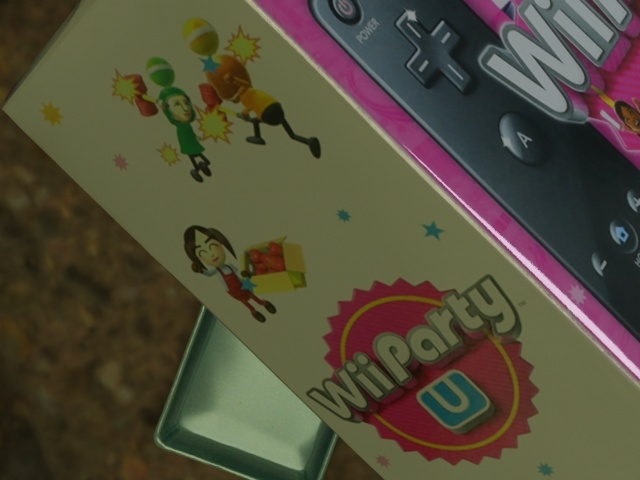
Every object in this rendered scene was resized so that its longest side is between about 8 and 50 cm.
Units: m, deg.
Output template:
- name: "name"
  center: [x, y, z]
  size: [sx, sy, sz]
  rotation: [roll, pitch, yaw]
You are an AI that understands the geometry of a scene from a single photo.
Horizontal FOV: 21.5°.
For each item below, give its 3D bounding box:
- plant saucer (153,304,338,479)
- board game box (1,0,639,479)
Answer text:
- name: "plant saucer"
  center: [0.000, 0.000, 0.632]
  size: [0.067, 0.018, 0.192]
  rotation: [21, 99, -2]
- name: "board game box"
  center: [0.090, -0.014, 0.520]
  size: [0.303, 0.224, 0.097]
  rotation: [43, 135, -6]
